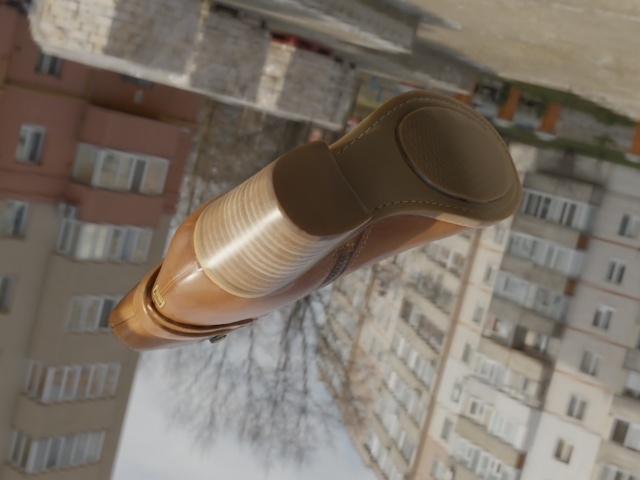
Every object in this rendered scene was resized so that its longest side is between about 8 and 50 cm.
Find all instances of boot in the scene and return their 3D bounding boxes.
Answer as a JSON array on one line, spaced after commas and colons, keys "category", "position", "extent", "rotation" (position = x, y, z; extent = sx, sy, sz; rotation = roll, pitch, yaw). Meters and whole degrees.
[{"category": "boot", "position": [0.000, 0.000, 0.734], "extent": [0.283, 0.109, 0.220], "rotation": [-25, 173, -46]}]
